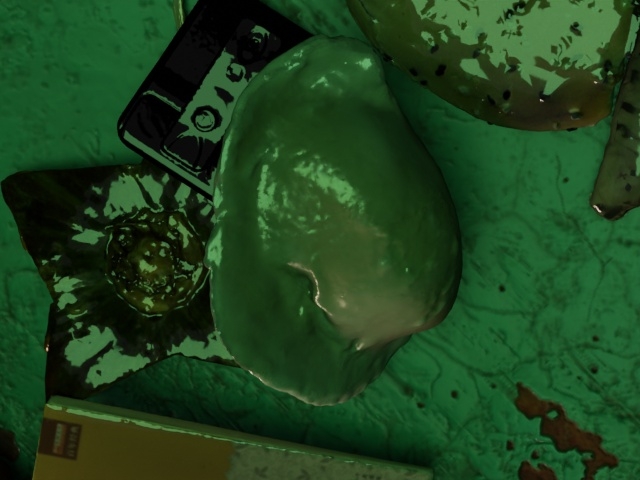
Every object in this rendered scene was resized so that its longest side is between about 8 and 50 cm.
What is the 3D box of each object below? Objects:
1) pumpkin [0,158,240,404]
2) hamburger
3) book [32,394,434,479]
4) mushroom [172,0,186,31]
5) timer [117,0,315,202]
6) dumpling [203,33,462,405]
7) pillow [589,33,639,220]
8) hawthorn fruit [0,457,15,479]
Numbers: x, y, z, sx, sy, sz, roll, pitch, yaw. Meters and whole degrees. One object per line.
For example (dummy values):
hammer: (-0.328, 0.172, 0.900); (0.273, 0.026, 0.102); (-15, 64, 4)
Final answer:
pumpkin: (-0.154, 0.031, 1.827); (0.290, 0.095, 0.258); (-12, 87, 3)
hamburger: (0.160, -0.261, 1.666); (0.277, 0.195, 0.318); (4, 96, 8)
book: (-0.102, 0.305, 1.849); (0.389, 0.032, 0.268); (10, 113, -4)
mushroom: (-0.140, -0.273, 1.805); (0.028, 0.026, 0.286); (-8, 101, 27)
timer: (-0.092, -0.141, 1.778); (0.144, 0.055, 0.187); (32, 85, 3)
dumpling: (0.023, -0.018, 1.687); (0.212, 0.270, 0.320); (-28, 97, 26)
pillow: (0.323, -0.127, 1.735); (0.093, 0.051, 0.241); (17, 102, 12)
hawthorn fruit: (-0.418, 0.311, 1.879); (0.205, 0.205, 0.253); (37, 112, 1)
